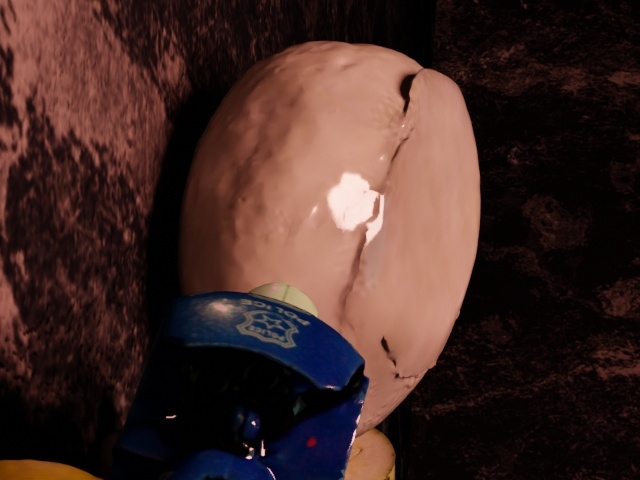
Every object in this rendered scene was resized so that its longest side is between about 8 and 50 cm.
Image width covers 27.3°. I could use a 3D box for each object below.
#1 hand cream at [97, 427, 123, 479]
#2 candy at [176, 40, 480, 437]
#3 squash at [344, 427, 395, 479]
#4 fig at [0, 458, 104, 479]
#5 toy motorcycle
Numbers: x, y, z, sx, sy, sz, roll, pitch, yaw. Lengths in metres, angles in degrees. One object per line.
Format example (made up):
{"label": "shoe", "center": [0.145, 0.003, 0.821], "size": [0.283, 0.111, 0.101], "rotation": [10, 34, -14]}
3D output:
{"label": "hand cream", "center": [-0.100, 0.235, 0.722], "size": [0.124, 0.077, 0.341], "rotation": [-4, 103, -82]}
{"label": "candy", "center": [0.000, 0.000, 0.895], "size": [0.295, 0.185, 0.296], "rotation": [8, 90, -66]}
{"label": "squash", "center": [0.013, 0.267, 1.273], "size": [0.123, 0.123, 0.187], "rotation": [-78, 170, -50]}
{"label": "fig", "center": [-0.094, 0.143, 0.396], "size": [0.165, 0.154, 0.144], "rotation": [9, -67, 54]}
{"label": "toy motorcycle", "center": [-0.056, 0.150, 0.554], "size": [0.196, 0.125, 0.331], "rotation": [104, 3, -60]}
